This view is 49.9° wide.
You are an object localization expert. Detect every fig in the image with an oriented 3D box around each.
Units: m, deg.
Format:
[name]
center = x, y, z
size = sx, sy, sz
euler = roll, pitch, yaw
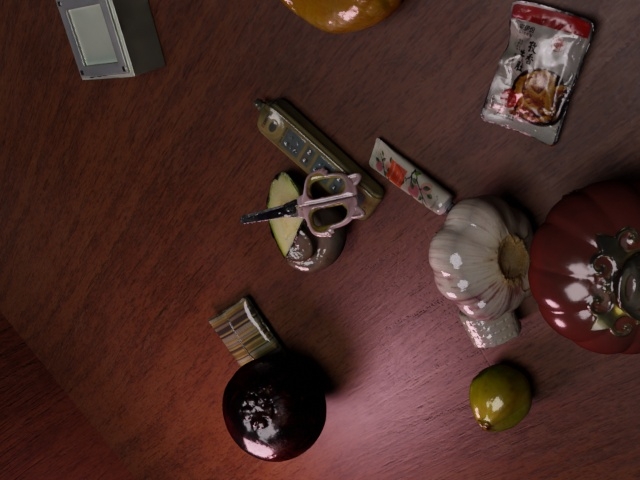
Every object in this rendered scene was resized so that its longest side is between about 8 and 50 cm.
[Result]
[fig]
center = 0.404, 0.353, 1.545
size = 0.135, 0.120, 0.153
euler = 5, 95, 42

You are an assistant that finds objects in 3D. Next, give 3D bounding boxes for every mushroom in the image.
[mushroom]
center = 0.000, 0.000, 1.643
size = 0.117, 0.141, 0.188
euler = 24, 124, 2

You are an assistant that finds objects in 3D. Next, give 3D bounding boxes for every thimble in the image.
[thimble]
center = 0.363, 0.170, 1.478
size = 0.115, 0.102, 0.090
euler = -26, 99, 15

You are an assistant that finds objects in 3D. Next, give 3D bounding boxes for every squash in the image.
[squash]
center = -0.060, -0.079, 1.697
size = 0.192, 0.085, 0.184
euler = -61, 42, 45

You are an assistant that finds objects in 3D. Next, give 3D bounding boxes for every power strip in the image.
[power strip]
center = -0.016, -0.200, 1.585
size = 0.387, 0.066, 0.092
euler = 43, 131, 10

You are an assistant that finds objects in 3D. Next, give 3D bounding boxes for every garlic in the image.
[garlic]
center = 0.302, 0.023, 1.378
size = 0.253, 0.245, 0.245
euler = 13, 126, 62

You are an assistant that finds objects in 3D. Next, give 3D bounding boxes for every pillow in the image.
[pillow]
center = -0.220, 0.287, 2.039
size = 0.208, 0.052, 0.212
euler = -34, 93, 41

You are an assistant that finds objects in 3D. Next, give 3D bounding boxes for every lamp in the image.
[lamp]
center = 0.508, 0.046, 1.174
size = 0.303, 0.257, 0.303
euler = 0, 102, -2

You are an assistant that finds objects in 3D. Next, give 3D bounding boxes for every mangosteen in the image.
[mangosteen]
center = -0.120, 0.467, 1.931
size = 0.297, 0.293, 0.297
euler = -1, 88, 36

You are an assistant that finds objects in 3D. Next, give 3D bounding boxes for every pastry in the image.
[pastry]
center = 0.020, -0.558, 1.280
size = 0.355, 0.164, 0.356
euler = 18, 127, 27

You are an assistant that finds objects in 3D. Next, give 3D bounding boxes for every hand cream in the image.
[hand cream]
center = 0.198, -0.129, 1.475
size = 0.234, 0.050, 0.080
euler = 39, 139, 21

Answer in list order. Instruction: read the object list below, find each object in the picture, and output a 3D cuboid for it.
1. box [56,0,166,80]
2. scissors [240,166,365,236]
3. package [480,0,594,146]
[box]
center = -0.543, -0.536, 1.767
size = 0.225, 0.117, 0.225
euler = 5, 118, 36
[scissors]
center = -0.048, -0.075, 1.563
size = 0.317, 0.024, 0.160
euler = -10, 80, 25
[package]
center = 0.384, -0.297, 1.234
size = 0.154, 0.030, 0.239
euler = 28, 130, 25
